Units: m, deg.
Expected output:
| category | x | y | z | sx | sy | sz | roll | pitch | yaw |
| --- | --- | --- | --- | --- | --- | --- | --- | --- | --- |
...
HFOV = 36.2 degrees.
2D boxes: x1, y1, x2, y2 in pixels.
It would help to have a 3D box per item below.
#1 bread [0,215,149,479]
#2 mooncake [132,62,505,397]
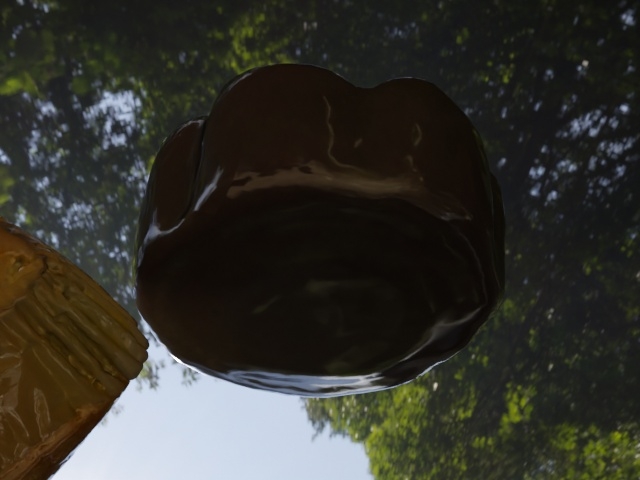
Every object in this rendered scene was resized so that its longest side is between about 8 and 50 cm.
| category | x | y | z | sx | sy | sz | roll | pitch | yaw |
| --- | --- | --- | --- | --- | --- | --- | --- | --- | --- |
| bread | -0.231 | 0.106 | 0.508 | 0.153 | 0.119 | 0.288 | 25 | -119 | 41 |
| mooncake | 0.000 | 0.000 | 0.629 | 0.245 | 0.245 | 0.133 | 2 | -122 | 0 |
